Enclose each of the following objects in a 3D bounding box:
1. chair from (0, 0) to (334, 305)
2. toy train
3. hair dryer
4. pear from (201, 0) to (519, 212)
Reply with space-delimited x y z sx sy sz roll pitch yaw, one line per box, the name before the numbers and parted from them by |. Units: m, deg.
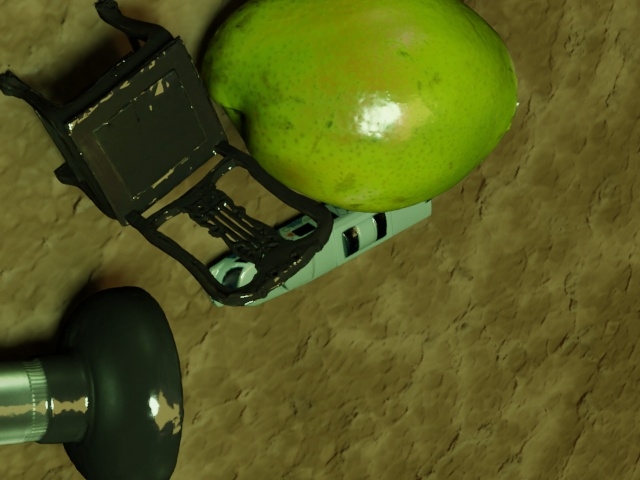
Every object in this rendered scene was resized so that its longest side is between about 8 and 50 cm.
chair | -0.102 -0.061 1.352 0.106 0.229 0.113 -41 134 -17
toy train | 0.000 0.000 1.590 0.207 0.047 0.043 -28 128 -28
hair dryer | -0.234 0.041 1.354 0.320 0.156 0.284 7 117 -32
pear | 0.023 -0.110 1.466 0.219 0.187 0.187 -1 112 -24
